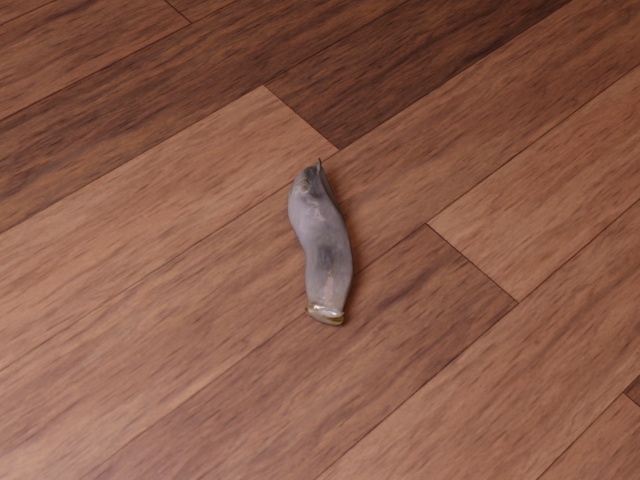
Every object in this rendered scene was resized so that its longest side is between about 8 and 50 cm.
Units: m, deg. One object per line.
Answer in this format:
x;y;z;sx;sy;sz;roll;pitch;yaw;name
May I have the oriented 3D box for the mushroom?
0.002;0.001;1.792;0.109;0.097;0.351;-5;57;-10;mushroom
